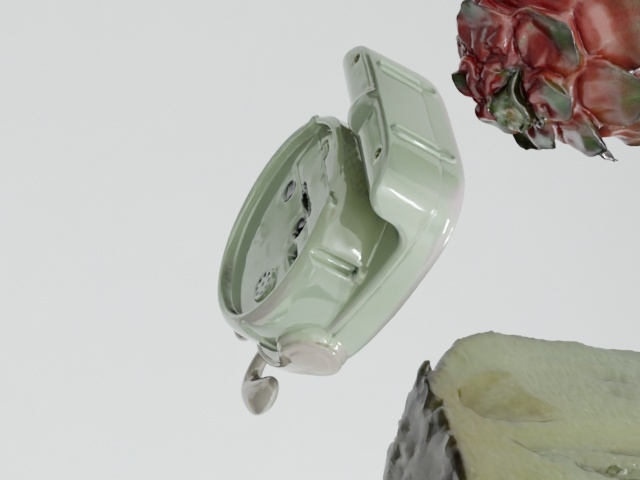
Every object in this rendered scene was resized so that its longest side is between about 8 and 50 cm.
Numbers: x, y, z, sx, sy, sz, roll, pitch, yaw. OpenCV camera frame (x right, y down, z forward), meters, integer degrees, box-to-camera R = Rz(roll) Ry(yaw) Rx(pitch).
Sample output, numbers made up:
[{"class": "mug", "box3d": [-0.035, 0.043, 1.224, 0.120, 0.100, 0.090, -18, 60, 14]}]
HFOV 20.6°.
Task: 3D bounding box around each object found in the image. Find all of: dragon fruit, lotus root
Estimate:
[{"class": "dragon fruit", "box3d": [0.135, -0.098, 0.865, 0.130, 0.142, 0.121, -128, -137, -79]}, {"class": "lotus root", "box3d": [0.154, 0.187, 1.044, 0.267, 0.260, 0.149, 51, -54, 46]}]

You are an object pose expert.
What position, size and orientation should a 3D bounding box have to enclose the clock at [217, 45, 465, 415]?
[{"class": "clock", "box3d": [0.000, 0.000, 0.963, 0.191, 0.062, 0.151, -53, -156, 25]}]
